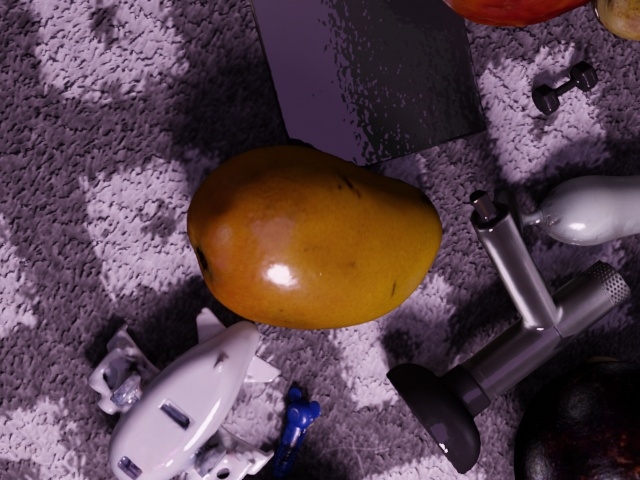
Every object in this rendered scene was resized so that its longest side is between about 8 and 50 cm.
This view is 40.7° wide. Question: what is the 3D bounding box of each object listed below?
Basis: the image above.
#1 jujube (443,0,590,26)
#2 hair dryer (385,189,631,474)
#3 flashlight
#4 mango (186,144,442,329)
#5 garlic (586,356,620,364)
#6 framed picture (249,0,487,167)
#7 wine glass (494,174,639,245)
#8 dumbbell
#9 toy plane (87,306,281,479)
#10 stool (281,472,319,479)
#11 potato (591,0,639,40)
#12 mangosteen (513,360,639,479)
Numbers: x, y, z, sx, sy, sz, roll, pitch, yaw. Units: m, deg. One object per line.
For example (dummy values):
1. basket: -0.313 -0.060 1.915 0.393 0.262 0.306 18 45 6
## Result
1. jujube: 0.262 -0.371 0.967 0.318 0.223 0.223 -23 106 -11
2. hair dryer: 0.191 0.085 1.064 0.320 0.156 0.284 -45 110 1
3. flashlight: -0.033 0.253 1.121 0.035 0.057 0.121 1 112 -52
4. mango: 0.000 0.000 1.007 0.317 0.173 0.211 5 101 -25
5. garlic: 0.407 0.193 1.207 0.053 0.041 0.083 -35 100 11
6. framed picture: 0.051 -0.259 1.040 0.255 0.014 0.338 -18 106 -9
7. wine glass: 0.333 -0.037 1.110 0.202 0.093 0.092 -8 104 -12
8. dumbbell: 0.311 -0.194 1.101 0.083 0.040 0.036 -31 137 -4
9. toy plane: -0.159 0.194 1.042 0.245 0.117 0.244 0 93 2
10. stool: -0.034 0.425 1.097 0.232 0.141 0.232 -4 108 -12
11. potato: 0.391 -0.294 1.064 0.066 0.103 0.096 -8 102 -14
12. mangosteen: 0.370 0.293 1.088 0.288 0.288 0.288 -3 102 -12
